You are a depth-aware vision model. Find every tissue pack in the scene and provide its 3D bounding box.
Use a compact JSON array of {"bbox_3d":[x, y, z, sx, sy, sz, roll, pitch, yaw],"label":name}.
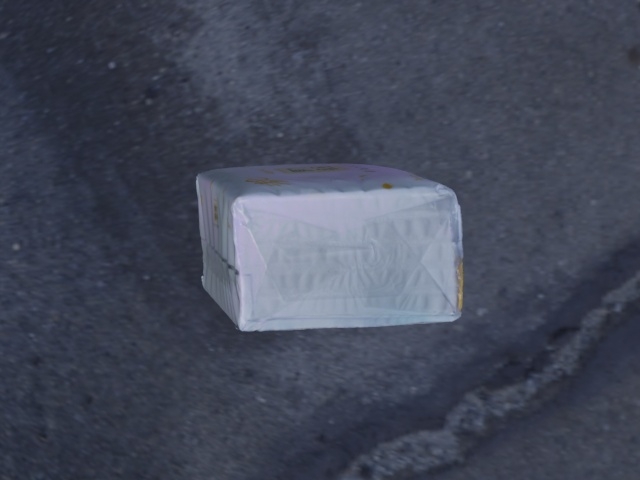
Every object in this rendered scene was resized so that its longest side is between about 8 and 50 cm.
[{"bbox_3d":[0.000,0.000,1.235,0.185,0.225,0.124,-4,98,-12],"label":"tissue pack"}]
